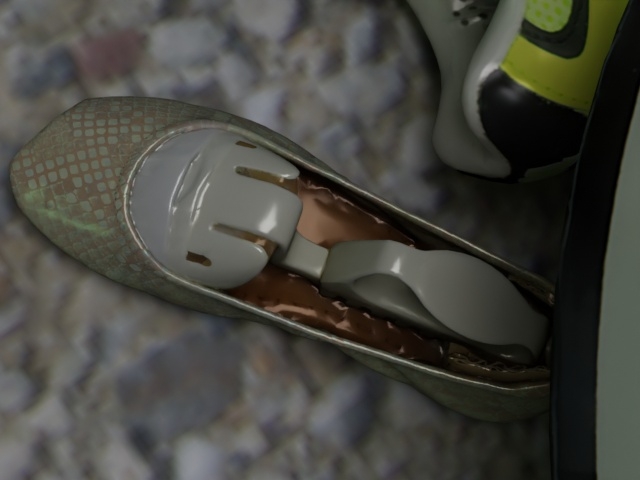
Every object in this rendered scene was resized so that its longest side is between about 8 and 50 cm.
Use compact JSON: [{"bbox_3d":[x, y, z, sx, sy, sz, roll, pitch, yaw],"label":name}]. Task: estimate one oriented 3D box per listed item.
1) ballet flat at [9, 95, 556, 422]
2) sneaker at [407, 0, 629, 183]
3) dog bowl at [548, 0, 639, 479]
[{"bbox_3d":[0.000,0.000,0.510,0.168,0.052,0.057,21,76,-10],"label":"ballet flat"},{"bbox_3d":[-0.010,-0.184,0.494,0.147,0.145,0.385,-44,92,-18],"label":"sneaker"},{"bbox_3d":[0.258,0.046,0.459,0.408,0.150,0.408,2,87,-32],"label":"dog bowl"}]
